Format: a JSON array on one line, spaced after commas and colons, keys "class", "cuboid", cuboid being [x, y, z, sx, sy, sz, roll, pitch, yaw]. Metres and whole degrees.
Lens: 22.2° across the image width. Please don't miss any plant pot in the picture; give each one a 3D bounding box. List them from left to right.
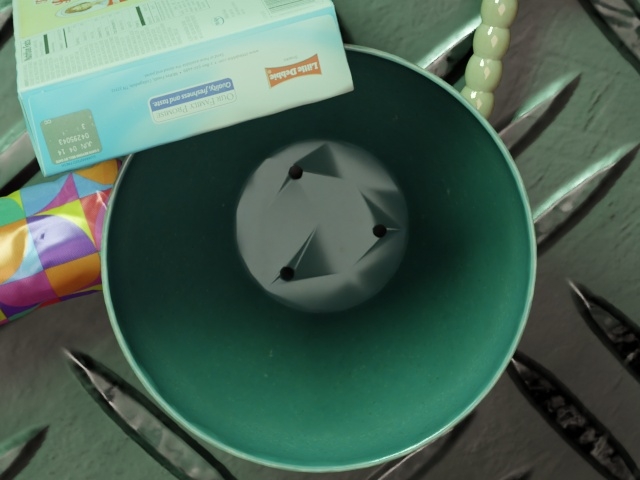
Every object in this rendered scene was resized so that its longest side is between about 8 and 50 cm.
[{"class": "plant pot", "cuboid": [0.000, 0.000, 1.178, 0.290, 0.195, 0.290, 0, 98, 1]}]

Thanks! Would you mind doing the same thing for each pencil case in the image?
[{"class": "pencil case", "cuboid": [-0.241, 0.016, 1.219, 0.236, 0.104, 0.104, -18, 113, -2]}]

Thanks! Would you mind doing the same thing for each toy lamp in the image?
[{"class": "toy lamp", "cuboid": [0.128, -0.145, 1.242, 0.080, 0.080, 0.275, 7, 108, -14]}]

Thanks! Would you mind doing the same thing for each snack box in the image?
[{"class": "snack box", "cuboid": [-0.104, -0.141, 1.063, 0.187, 0.322, 0.060, -16, 114, -5]}]
